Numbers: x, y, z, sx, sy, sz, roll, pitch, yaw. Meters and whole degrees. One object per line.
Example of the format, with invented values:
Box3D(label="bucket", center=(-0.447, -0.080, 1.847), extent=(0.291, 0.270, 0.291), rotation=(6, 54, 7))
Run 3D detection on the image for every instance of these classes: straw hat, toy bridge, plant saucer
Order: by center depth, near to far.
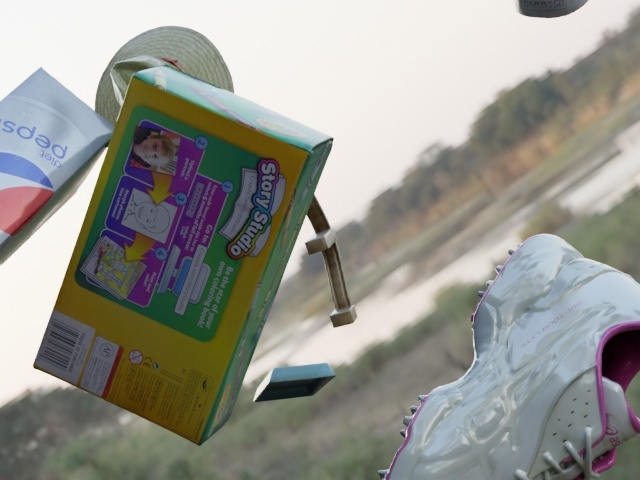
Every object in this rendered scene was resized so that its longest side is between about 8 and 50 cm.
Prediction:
Box3D(label="straw hat", center=(-0.150, -0.133, 1.517), extent=(0.144, 0.144, 0.061), rotation=(-35, -22, 12))
Box3D(label="plant saucer", center=(-0.029, 0.146, 1.771), extent=(0.067, 0.018, 0.192), rotation=(-5, -11, -8))
Box3D(label="toy bridge", center=(0.000, 0.000, 1.892), extent=(0.026, 0.188, 0.063), rotation=(-18, 6, 13))

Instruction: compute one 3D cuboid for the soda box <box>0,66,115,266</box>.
Box3D(label="soda box", center=(-0.287, -0.023, 1.410), extent=(0.098, 0.091, 0.286), rotation=(-49, 2, 42))

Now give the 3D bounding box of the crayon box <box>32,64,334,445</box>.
Box3D(label="crayon box", center=(-0.117, 0.012, 1.459), extent=(0.081, 0.165, 0.278), rotation=(-33, -34, -72))

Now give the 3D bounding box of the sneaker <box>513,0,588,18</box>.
Box3D(label="sneaker", center=(0.226, -0.286, 1.504), extent=(0.094, 0.091, 0.258), rotation=(4, 33, 17))

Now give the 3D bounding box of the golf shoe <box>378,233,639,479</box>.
Box3D(label="golf shoe", center=(0.139, 0.140, 1.207), extent=(0.306, 0.140, 0.115), rotation=(-60, -29, -15))
